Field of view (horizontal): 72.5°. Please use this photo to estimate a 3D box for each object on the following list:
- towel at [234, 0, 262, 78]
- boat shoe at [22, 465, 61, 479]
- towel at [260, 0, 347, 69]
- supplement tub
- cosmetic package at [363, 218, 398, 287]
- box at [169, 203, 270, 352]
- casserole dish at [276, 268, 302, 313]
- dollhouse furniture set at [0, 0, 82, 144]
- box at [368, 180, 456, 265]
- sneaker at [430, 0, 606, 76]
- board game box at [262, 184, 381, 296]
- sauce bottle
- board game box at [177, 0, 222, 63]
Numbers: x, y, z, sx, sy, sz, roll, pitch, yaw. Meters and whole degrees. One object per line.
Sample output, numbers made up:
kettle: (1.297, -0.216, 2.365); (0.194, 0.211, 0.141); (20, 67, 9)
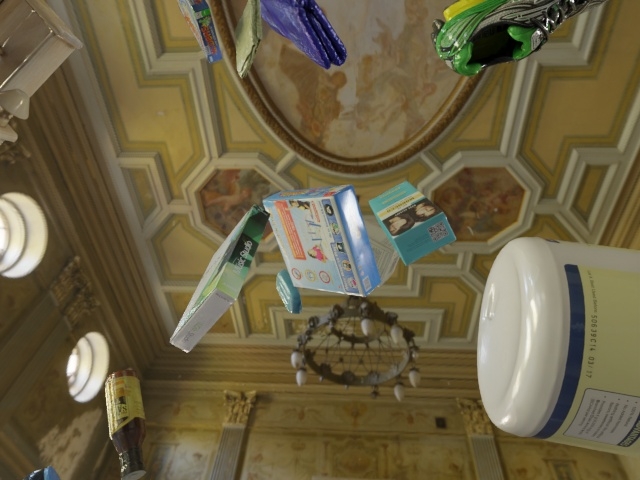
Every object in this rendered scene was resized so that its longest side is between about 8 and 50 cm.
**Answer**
towel: (-0.151, -0.425, 0.906); (0.027, 0.148, 0.110); (9, -28, -27)
boat shoe: (-0.340, 0.417, 0.522); (0.089, 0.258, 0.109); (-12, -17, -21)
towel: (-0.080, -0.563, 1.101); (0.076, 0.308, 0.227); (-48, -35, 8)
supplement tub: (0.374, 0.129, 0.510); (0.325, 0.235, 0.235); (8, -53, 9)
cosmetic package: (0.118, 0.011, 1.516); (0.309, 0.113, 0.160); (30, -57, 20)
box: (-0.234, 0.080, 1.049); (0.058, 0.322, 0.232); (33, -56, -17)
casserole dish: (-0.120, 0.190, 1.602); (0.037, 0.188, 0.114); (-12, -45, -22)
dollhouse furniture set: (-0.480, -0.285, 0.483); (0.174, 0.355, 0.303); (-43, -95, 4)
box: (0.170, -0.044, 0.863); (0.100, 0.244, 0.060); (-28, -70, 6)
sneaker: (0.377, -0.384, 0.755); (0.343, 0.146, 0.134); (-23, -38, 20)
board game box: (0.000, 0.000, 1.289); (0.302, 0.086, 0.308); (2, -62, 46)
sauce bottle: (-0.233, 0.220, 0.527); (0.042, 0.128, 0.042); (-18, -41, -17)
board game box: (-0.284, -0.518, 0.974); (0.035, 0.201, 0.136); (-25, -23, -10)
